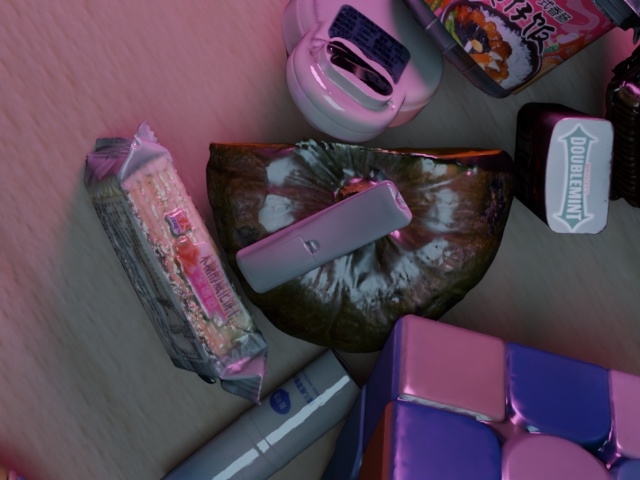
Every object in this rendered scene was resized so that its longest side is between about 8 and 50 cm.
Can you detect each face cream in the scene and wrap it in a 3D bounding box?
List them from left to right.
[{"bbox_3d":[-0.064,0.225,1.494,0.250,0.077,0.077,-39,101,2],"label":"face cream"}]

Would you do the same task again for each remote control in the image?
[{"bbox_3d":[0.000,0.000,1.275,0.184,0.027,0.050,-26,105,22],"label":"remote control"}]

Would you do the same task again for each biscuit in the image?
[{"bbox_3d":[-0.158,0.029,1.405,0.079,0.186,0.309,-32,101,-22],"label":"biscuit"}]

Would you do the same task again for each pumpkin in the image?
[{"bbox_3d":[0.042,0.004,1.382,0.325,0.242,0.232,0,92,0],"label":"pumpkin"}]

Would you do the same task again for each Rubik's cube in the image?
[{"bbox_3d":[0.181,0.337,1.340,0.347,0.346,0.344,15,133,-9],"label":"Rubik's cube"}]

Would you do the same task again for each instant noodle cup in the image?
[{"bbox_3d":[0.194,-0.264,1.355,0.181,0.302,0.258,-40,139,18],"label":"instant noodle cup"}]

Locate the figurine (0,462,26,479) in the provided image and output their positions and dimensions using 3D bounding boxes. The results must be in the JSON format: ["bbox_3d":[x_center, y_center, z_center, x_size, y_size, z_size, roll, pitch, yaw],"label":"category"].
[{"bbox_3d":[-0.439,0.306,1.447,0.262,0.154,0.180,22,87,-4],"label":"figurine"}]

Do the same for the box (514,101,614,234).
[{"bbox_3d":[0.252,-0.080,1.387,0.069,0.224,0.120,2,101,0],"label":"box"}]

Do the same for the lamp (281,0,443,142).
[{"bbox_3d":[0.032,-0.181,1.364,0.179,0.246,0.108,34,128,-7],"label":"lamp"}]

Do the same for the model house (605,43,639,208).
[{"bbox_3d":[0.445,-0.107,1.428,0.282,0.297,0.317,-12,139,7],"label":"model house"}]
